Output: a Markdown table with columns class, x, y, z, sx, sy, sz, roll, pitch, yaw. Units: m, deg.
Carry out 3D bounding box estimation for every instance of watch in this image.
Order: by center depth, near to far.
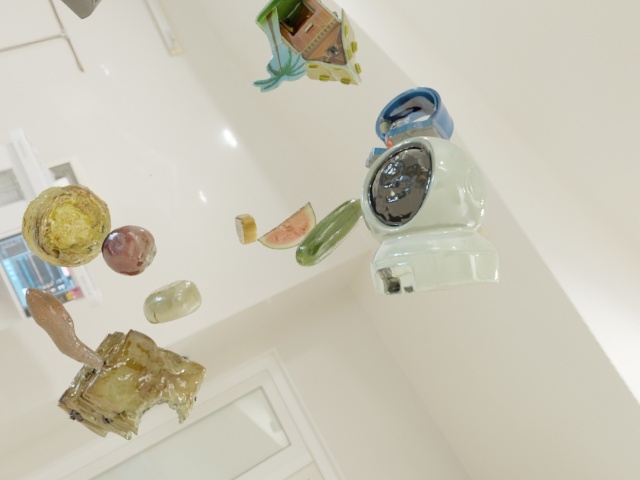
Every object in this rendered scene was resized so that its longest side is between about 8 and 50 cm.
| class | x | y | z | sx | sy | sz | roll | pitch | yaw |
| --- | --- | --- | --- | --- | --- | --- | --- | --- | --- |
| watch | 0.294 | -0.360 | 1.615 | 0.241 | 0.305 | 0.274 | 42 | 40 | -44 |

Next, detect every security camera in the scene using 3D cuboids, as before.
| class | x | y | z | sx | sy | sz | roll | pitch | yaw |
| --- | --- | --- | --- | --- | --- | --- | --- | --- | --- |
| security camera | 0.163 | -0.039 | 0.718 | 0.194 | 0.195 | 0.236 | 157 | -69 | -68 |

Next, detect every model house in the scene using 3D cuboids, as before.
| class | x | y | z | sx | sy | sz | roll | pitch | yaw |
| --- | --- | --- | --- | --- | --- | --- | --- | --- | --- |
| model house | -0.032 | -0.557 | 1.478 | 0.323 | 0.340 | 0.300 | 49 | 11 | 16 |

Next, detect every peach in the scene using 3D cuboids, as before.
| class | x | y | z | sx | sy | sz | roll | pitch | yaw |
| --- | --- | --- | --- | --- | --- | --- | --- | --- | --- |
| peach | -0.561 | 0.033 | 1.373 | 0.152 | 0.152 | 0.152 | 49 | -28 | 37 |

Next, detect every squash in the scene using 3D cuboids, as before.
| class | x | y | z | sx | sy | sz | roll | pitch | yaw |
| --- | --- | --- | --- | --- | --- | --- | --- | --- | --- |
| squash | 0.034 | -0.030 | 1.014 | 0.066 | 0.252 | 0.066 | 27 | -39 | 24 |

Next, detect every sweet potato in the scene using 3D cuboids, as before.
| class | x | y | z | sx | sy | sz | roll | pitch | yaw |
| --- | --- | --- | --- | --- | --- | --- | --- | --- | --- |
| sweet potato | -0.438 | 0.166 | 0.821 | 0.050 | 0.050 | 0.214 | 36 | -28 | 51 |

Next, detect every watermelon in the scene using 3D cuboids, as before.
| class | x | y | z | sx | sy | sz | roll | pitch | yaw |
| --- | --- | --- | --- | --- | --- | --- | --- | --- | --- |
| watermelon | -0.073 | -0.040 | 1.172 | 0.087 | 0.163 | 0.069 | 44 | 19 | -39 |

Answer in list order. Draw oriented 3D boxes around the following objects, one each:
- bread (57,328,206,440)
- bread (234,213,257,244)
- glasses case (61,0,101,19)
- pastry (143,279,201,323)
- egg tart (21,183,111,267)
| class | x | y | z | sx | sy | sz | roll | pitch | yaw |
| --- | --- | --- | --- | --- | --- | --- | --- | --- | --- |
| bread | -0.569 | 0.451 | 1.472 | 0.370 | 0.314 | 0.191 | 27 | -43 | -6 |
| bread | -0.310 | -0.044 | 1.943 | 0.149 | 0.073 | 0.122 | -154 | -125 | -65 |
| glasses case | -0.292 | -0.360 | 0.601 | 0.072 | 0.042 | 0.190 | 38 | 39 | -35 |
| pastry | -0.398 | 0.166 | 1.266 | 0.092 | 0.156 | 0.156 | 66 | -21 | -10 |
| egg tart | -0.812 | -0.050 | 1.509 | 0.107 | 0.291 | 0.290 | -3 | -67 | 33 |
